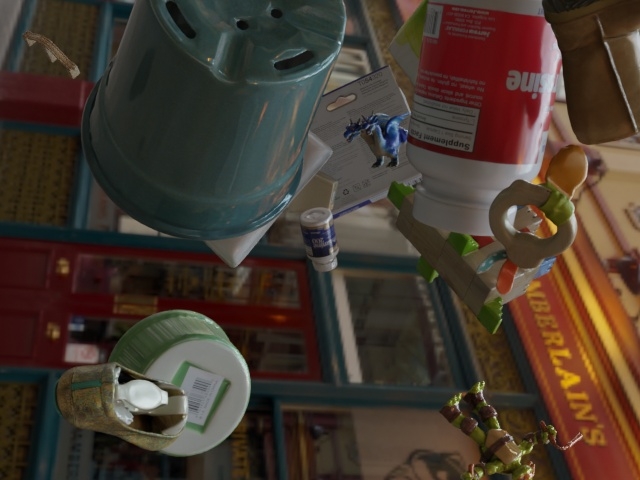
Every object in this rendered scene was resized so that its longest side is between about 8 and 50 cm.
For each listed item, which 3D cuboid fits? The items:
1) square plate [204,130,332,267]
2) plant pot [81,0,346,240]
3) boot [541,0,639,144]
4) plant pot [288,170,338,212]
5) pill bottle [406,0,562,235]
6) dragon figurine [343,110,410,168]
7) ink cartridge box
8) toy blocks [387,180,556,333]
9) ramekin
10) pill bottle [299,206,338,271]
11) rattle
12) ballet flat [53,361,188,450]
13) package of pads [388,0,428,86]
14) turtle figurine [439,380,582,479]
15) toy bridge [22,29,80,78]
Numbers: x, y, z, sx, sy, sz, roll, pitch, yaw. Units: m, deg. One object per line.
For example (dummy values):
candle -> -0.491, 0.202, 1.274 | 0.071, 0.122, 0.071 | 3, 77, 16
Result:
square plate -> -0.209, -0.177, 1.982 | 0.347, 0.344, 0.049 | -49, 167, 2
plant pot -> -0.135, -0.222, 1.199 | 0.334, 0.341, 0.341 | 128, -35, -58
boot -> 0.449, -0.269, 1.248 | 0.269, 0.236, 0.089 | 54, 35, -44
plant pot -> -0.014, -0.118, 2.167 | 0.109, 0.096, 0.109 | -45, 147, -77
pill bottle -> 0.266, -0.224, 1.454 | 0.229, 0.229, 0.408 | -124, -141, -69
dragon figurine -> 0.167, -0.263, 2.105 | 0.085, 0.289, 0.144 | 3, -65, 40
ink cartridge box -> 0.106, -0.263, 2.404 | 0.071, 0.324, 0.330 | 35, 34, -68
toy blocks -> 0.357, -0.010, 1.914 | 0.381, 0.261, 0.191 | 51, -33, 29
ramekin -> -0.298, 0.314, 1.904 | 0.148, 0.303, 0.303 | 22, -73, 58
pill bottle -> 0.000, 0.000, 1.767 | 0.067, 0.067, 0.120 | -110, -173, -60
rattle -> 0.308, -0.031, 1.303 | 0.200, 0.130, 0.143 | 94, 6, -50
ballet flat -> -0.277, 0.262, 1.399 | 0.348, 0.123, 0.123 | 40, 47, -62
package of pads -> 0.276, -0.404, 1.862 | 0.229, 0.101, 0.296 | 55, -23, 4
turtle figurine -> 0.338, 0.373, 1.651 | 0.217, 0.269, 0.087 | 53, -26, 26
toy bridge -> -0.661, -0.464, 2.158 | 0.026, 0.188, 0.063 | -46, 158, -20
